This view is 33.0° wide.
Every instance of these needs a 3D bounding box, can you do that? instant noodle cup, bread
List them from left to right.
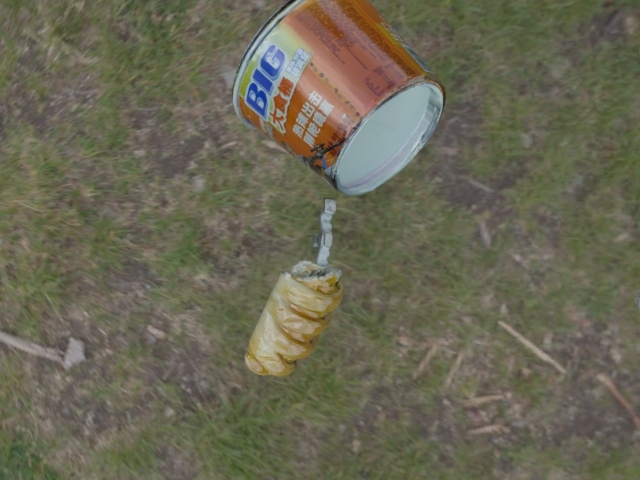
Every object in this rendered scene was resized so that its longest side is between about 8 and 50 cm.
[{"bbox_3d":[-0.033,0.100,1.398,0.084,0.119,0.177,30,107,4],"label":"bread"},{"bbox_3d":[0.039,-0.220,1.654,0.296,0.296,0.214,-37,65,-15],"label":"instant noodle cup"}]

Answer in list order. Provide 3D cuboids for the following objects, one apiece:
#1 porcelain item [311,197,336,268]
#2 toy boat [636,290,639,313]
[{"bbox_3d":[0.000,0.000,1.727,0.021,0.075,0.136,6,87,-18],"label":"porcelain item"},{"bbox_3d":[0.500,0.153,1.517,0.084,0.066,0.210,4,61,-4],"label":"toy boat"}]
